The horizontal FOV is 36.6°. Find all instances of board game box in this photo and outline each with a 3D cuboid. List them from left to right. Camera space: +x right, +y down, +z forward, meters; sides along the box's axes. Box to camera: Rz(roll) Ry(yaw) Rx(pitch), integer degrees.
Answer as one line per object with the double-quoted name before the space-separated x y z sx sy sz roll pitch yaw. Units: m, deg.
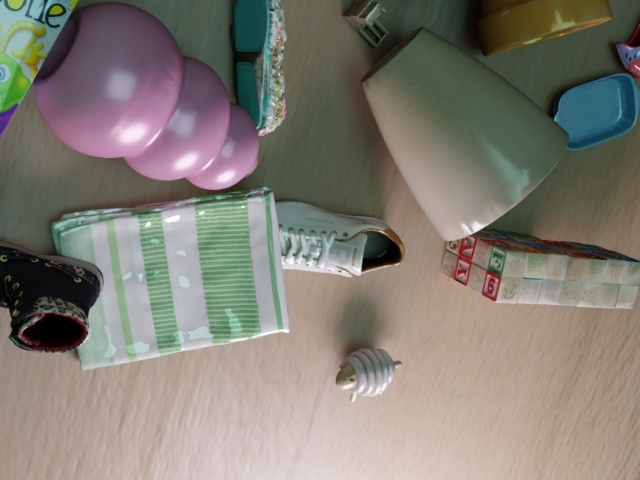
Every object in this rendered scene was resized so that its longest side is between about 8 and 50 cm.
"board game box" -0.427 -0.256 1.218 0.144 0.142 0.275 30 83 -28

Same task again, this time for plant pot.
"plant pot" 0.197 -0.184 1.503 0.256 0.256 0.274 -44 101 -7
"plant pot" 0.332 -0.409 1.517 0.205 0.205 0.188 -18 96 -19

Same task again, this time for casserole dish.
"casserole dish" 0.482 -0.229 1.712 0.188 0.037 0.114 -20 111 -19

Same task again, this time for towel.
"towel" -0.216 0.056 1.442 0.324 0.038 0.248 -9 109 -8

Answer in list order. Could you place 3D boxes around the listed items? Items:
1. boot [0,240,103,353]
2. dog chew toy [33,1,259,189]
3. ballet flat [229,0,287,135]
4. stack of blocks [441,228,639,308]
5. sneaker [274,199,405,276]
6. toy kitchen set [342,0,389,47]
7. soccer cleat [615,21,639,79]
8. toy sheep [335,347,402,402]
"boot" -0.415 0.075 1.302 0.236 0.179 0.085 8 110 -13
"dog chew toy" -0.220 -0.178 1.328 0.331 0.206 0.207 30 91 -35
"ballet flat" -0.086 -0.275 1.432 0.077 0.091 0.241 -20 120 -51
"stack of blocks" 0.382 0.047 1.669 0.297 0.171 0.087 5 103 -26
"sneaker" 0.000 0.000 1.514 0.290 0.123 0.106 -1 107 -22
"toy kitchen set" 0.093 -0.343 1.478 0.075 0.083 0.068 41 87 -28
"soccer cleat" 0.626 -0.390 1.710 0.248 0.083 0.095 -45 113 -4
"toy sheep" 0.082 0.223 1.636 0.132 0.091 0.091 -14 110 -35
